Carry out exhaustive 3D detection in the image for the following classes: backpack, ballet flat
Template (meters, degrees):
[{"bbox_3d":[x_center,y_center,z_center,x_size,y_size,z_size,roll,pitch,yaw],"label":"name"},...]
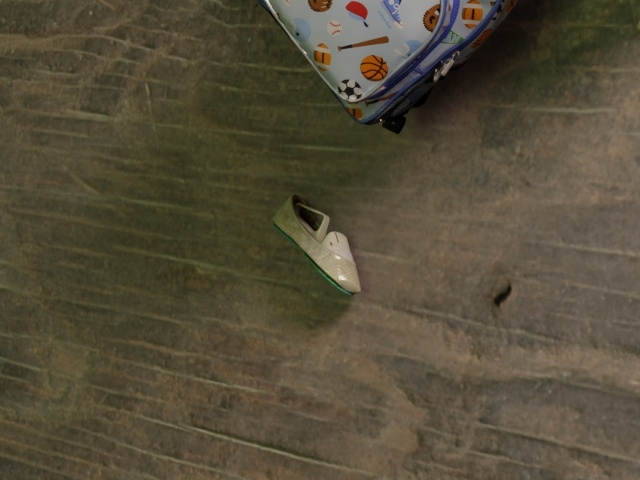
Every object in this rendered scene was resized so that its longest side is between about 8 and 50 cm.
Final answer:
[{"bbox_3d":[0.077,-0.284,2.078,0.263,0.213,0.276,-38,92,17],"label":"backpack"},{"bbox_3d":[0.000,0.000,2.278,0.168,0.057,0.052,43,105,39],"label":"ballet flat"}]

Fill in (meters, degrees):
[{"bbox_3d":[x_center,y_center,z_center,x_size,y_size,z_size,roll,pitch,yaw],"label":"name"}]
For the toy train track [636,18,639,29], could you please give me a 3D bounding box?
[{"bbox_3d":[0.349,-0.204,1.972,0.083,0.014,0.048,39,113,41],"label":"toy train track"}]
